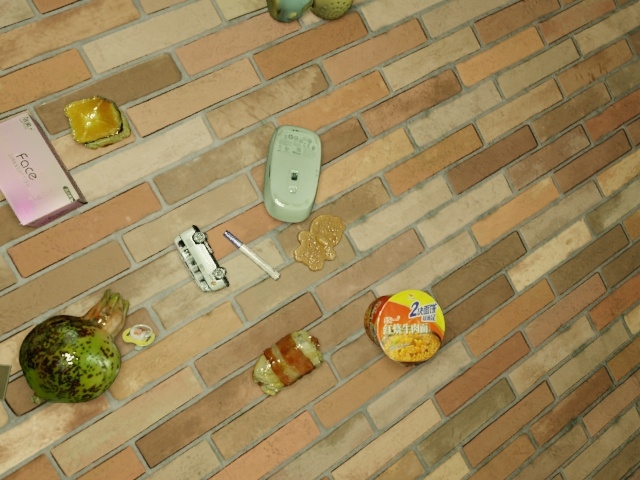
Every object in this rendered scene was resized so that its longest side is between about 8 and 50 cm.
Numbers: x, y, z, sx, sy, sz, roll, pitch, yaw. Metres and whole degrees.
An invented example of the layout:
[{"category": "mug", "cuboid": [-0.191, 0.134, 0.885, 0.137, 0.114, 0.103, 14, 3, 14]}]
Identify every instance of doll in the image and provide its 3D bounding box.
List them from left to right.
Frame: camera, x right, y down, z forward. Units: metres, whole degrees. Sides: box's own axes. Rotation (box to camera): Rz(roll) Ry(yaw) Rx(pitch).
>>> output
[{"category": "doll", "cuboid": [-0.022, -0.732, 1.267, 0.260, 0.177, 0.162, -11, 85, -13]}]

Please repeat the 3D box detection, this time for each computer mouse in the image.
[{"category": "computer mouse", "cuboid": [-0.083, -0.191, 1.262, 0.159, 0.097, 0.289, 8, 74, -13]}]

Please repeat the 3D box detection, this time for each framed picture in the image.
[{"category": "framed picture", "cuboid": [-0.814, 0.351, 1.078, 0.066, 0.006, 0.089, 9, 84, -14]}]

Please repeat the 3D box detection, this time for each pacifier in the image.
[{"category": "pacifier", "cuboid": [-0.483, 0.262, 1.156, 0.083, 0.068, 0.064, 16, 117, 3]}]

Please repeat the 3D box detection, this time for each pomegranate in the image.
[{"category": "pomegranate", "cuboid": [-0.588, 0.263, 1.068, 0.222, 0.277, 0.204, 39, 121, -13]}]

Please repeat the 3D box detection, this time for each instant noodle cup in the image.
[{"category": "instant noodle cup", "cuboid": [0.231, 0.248, 1.281, 0.213, 0.174, 0.213, 1, 85, -15]}]

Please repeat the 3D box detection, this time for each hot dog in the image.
[{"category": "hot dog", "cuboid": [-0.096, 0.342, 1.230, 0.213, 0.103, 0.146, -27, 115, -6]}]

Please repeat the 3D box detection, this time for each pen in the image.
[{"category": "pen", "cuboid": [-0.199, 0.043, 1.254, 0.204, 0.025, 0.025, 41, 78, -9]}]

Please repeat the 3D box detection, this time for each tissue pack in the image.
[{"category": "tissue pack", "cuboid": [-0.727, -0.170, 1.086, 0.148, 0.092, 0.246, -31, 96, -13]}]

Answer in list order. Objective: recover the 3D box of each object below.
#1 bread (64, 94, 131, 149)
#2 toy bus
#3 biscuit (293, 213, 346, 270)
[{"category": "bread", "cuboid": [-0.589, -0.315, 1.144, 0.140, 0.069, 0.128, -23, 92, -12]}, {"category": "toy bus", "cuboid": [-0.325, 0.056, 1.190, 0.089, 0.087, 0.194, -29, 95, -8]}, {"category": "biscuit", "cuboid": [-0.006, 0.000, 1.306, 0.133, 0.027, 0.184, 22, 80, -12]}]
